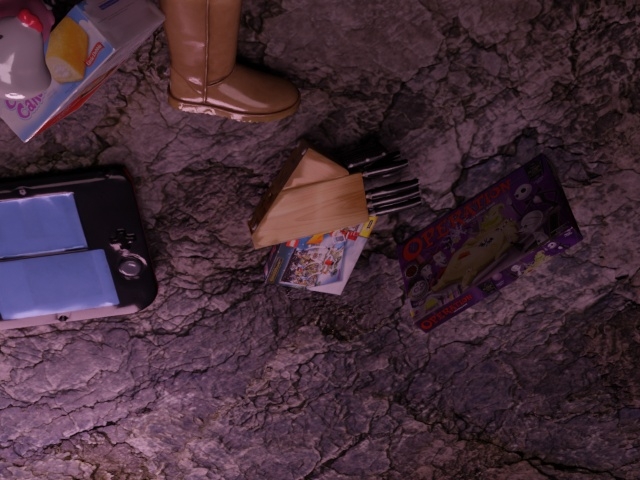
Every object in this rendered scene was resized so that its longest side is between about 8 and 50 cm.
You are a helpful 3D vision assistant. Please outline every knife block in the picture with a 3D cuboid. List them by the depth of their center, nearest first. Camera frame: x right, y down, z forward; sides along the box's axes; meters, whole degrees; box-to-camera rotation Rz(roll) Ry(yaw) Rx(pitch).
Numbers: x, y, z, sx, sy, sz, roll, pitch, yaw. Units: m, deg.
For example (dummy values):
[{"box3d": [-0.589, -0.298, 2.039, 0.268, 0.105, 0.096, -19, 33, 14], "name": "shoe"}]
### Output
[{"box3d": [0.035, -0.063, 2.013, 0.242, 0.088, 0.275, 31, 100, -17], "name": "knife block"}]

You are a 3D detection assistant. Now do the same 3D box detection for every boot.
[{"box3d": [-0.140, -0.311, 1.786, 0.236, 0.089, 0.269, 0, 141, -7], "name": "boot"}]

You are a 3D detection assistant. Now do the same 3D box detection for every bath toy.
[{"box3d": [-0.431, -0.340, 1.565, 0.152, 0.348, 0.129, 12, 130, -23], "name": "bath toy"}]

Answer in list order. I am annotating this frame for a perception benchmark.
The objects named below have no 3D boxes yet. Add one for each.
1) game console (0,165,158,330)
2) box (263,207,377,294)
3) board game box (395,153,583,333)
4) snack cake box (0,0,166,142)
[{"box3d": [-0.514, 0.023, 2.097, 0.387, 0.060, 0.342, -8, 134, -1], "name": "game console"}, {"box3d": [0.000, 0.000, 2.155, 0.159, 0.044, 0.233, 11, 131, -17], "name": "box"}, {"box3d": [0.304, 0.006, 2.090, 0.347, 0.208, 0.056, -34, 125, 22], "name": "board game box"}, {"box3d": [-0.374, -0.276, 1.729, 0.089, 0.152, 0.264, 49, 127, -8], "name": "snack cake box"}]
